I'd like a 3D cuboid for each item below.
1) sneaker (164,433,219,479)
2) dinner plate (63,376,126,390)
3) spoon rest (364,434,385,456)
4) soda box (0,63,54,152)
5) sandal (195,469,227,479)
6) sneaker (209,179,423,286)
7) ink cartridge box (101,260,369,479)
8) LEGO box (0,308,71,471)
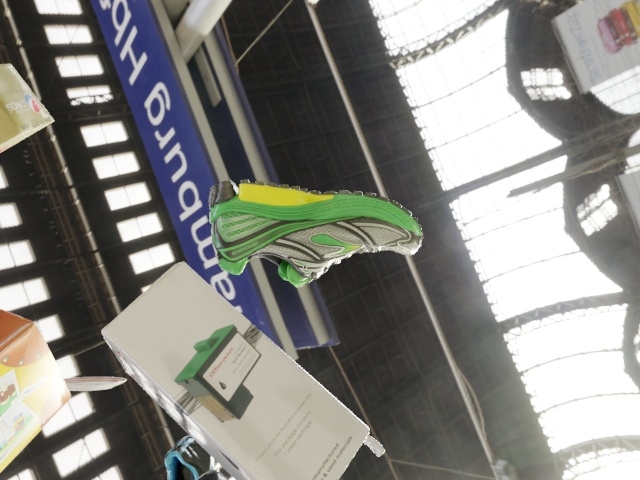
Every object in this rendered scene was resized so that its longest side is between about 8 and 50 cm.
[{"bbox_3d":[-0.271,0.593,0.919,0.139,0.125,0.340,50,-155,-75],"label":"sneaker"},{"bbox_3d":[-0.460,0.283,0.860,0.141,0.141,0.017,12,-106,-36],"label":"dinner plate"},{"bbox_3d":[-0.003,0.480,0.882,0.277,0.137,0.084,-28,-119,-19],"label":"spoon rest"},{"bbox_3d":[-0.334,-0.080,0.374,0.058,0.182,0.061,60,-172,-24],"label":"soda box"},{"bbox_3d":[-0.246,0.431,0.652,0.254,0.097,0.054,-43,-69,2],"label":"sandal"},{"bbox_3d":[0.000,0.000,0.680,0.344,0.134,0.146,3,-96,-18],"label":"sneaker"},{"bbox_3d":[-0.085,0.146,0.411,0.219,0.160,0.092,39,-121,8],"label":"ink cartridge box"},{"bbox_3d":[-0.647,0.269,0.496,0.373,0.193,0.500,16,-140,14],"label":"LEGO box"}]
